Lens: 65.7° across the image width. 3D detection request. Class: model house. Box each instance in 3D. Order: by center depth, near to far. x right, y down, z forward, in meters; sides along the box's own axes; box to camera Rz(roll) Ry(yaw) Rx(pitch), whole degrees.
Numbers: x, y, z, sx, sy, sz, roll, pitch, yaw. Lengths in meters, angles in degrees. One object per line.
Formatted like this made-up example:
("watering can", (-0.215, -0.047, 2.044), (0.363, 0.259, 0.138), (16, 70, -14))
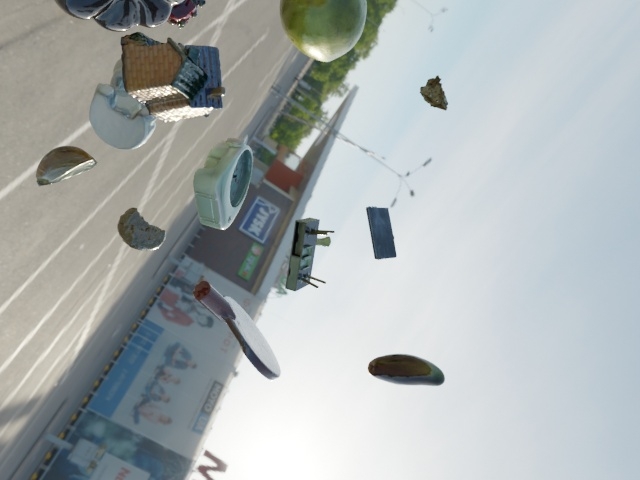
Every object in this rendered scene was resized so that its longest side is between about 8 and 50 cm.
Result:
("model house", (-0.293, -0.352, 1.045), (0.183, 0.172, 0.166), (-3, 92, -77))

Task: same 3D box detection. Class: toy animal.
("toy animal", (-0.561, -0.450, 1.543), (0.241, 0.196, 0.367), (-35, -148, 51))

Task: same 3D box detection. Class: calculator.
("calculator", (0.294, -0.035, 2.377), (0.021, 0.161, 0.261), (-16, -101, 46))

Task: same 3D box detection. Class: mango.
("mango", (0.301, 0.456, 1.740), (0.133, 0.268, 0.111), (76, 23, -55))

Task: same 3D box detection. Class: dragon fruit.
("dragon fruit", (-0.467, -0.785, 1.617), (0.172, 0.167, 0.160), (-115, -146, -45))

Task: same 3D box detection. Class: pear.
("pear", (0.010, -0.657, 1.444), (0.252, 0.253, 0.307), (-57, 162, -3))

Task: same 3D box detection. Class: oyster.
("oyster", (0.345, -0.438, 1.501), (0.086, 0.029, 0.132), (-18, -117, 42))

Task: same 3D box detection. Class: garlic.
("garlic", (-0.863, -0.261, 1.654), (0.196, 0.101, 0.087), (-29, 168, -28))

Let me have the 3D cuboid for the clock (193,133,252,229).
("clock", (-0.323, -0.221, 1.713), (0.265, 0.109, 0.324), (95, 11, -51))

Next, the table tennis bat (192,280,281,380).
("table tennis bat", (-0.220, 0.244, 1.376), (0.051, 0.414, 0.268), (-34, -134, -2))

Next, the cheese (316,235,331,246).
("cheese", (0.000, 0.000, 1.837), (0.030, 0.084, 0.044), (-111, -143, -59))

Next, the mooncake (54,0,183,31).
("mooncake", (-0.427, -0.582, 1.041), (0.306, 0.154, 0.306), (-21, 162, -7))

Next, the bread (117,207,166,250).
("bread", (-0.429, -0.017, 1.168), (0.060, 0.113, 0.082), (-19, -148, 47))

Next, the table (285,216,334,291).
("table", (-0.030, 0.053, 1.684), (0.122, 0.111, 0.239), (-20, 122, -66))
